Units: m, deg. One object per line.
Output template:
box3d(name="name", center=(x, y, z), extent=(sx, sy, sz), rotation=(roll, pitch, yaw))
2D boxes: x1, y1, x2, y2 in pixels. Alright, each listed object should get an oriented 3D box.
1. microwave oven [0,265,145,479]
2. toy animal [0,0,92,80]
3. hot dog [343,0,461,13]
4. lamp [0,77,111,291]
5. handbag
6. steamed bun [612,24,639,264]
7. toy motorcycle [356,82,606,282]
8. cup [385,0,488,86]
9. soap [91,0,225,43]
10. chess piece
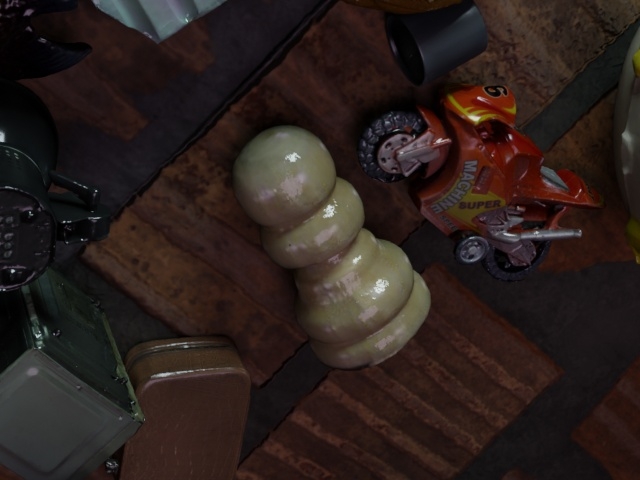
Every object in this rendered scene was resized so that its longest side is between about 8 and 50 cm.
box3d(name="microwave oven", center=(-0.270, 0.112, 1.182), extent=(0.129, 0.205, 0.163), rotation=(-41, 127, 5))
box3d(name="toy animal", center=(-0.299, -0.194, 1.043), extent=(0.179, 0.116, 0.218), rotation=(-38, 132, 1))
box3d(name="hot dog", center=(0.072, -0.308, 1.127), extent=(0.272, 0.122, 0.196), rotation=(13, 113, -26))
box3d(name="lamp", center=(-0.277, -0.036, 1.077), extent=(0.172, 0.227, 0.147), rotation=(1, 118, -23))
box3d(name="handbag", center=(-0.160, 0.203, 1.364), extent=(0.151, 0.072, 0.193), rotation=(-1, 121, -22))
box3d(name="steamed bun", center=(0.469, -0.118, 1.288), extent=(0.334, 0.334, 0.374), rotation=(-14, 118, -14))
box3d(name="toy motorcycle", center=(0.175, -0.068, 1.328), extent=(0.298, 0.089, 0.171), rotation=(36, 100, -35))
box3d(name="cup", center=(0.111, -0.214, 1.233), extent=(0.077, 0.078, 0.100), rotation=(-26, 95, -12))
box3d(name="soap", center=(-0.169, -0.291, 1.058), extent=(0.145, 0.091, 0.230), rotation=(-33, 125, -5))
box3d(name="chess piece", center=(0.000, 0.000, 1.277), extent=(0.143, 0.143, 0.261), rotation=(-33, 122, -1))
